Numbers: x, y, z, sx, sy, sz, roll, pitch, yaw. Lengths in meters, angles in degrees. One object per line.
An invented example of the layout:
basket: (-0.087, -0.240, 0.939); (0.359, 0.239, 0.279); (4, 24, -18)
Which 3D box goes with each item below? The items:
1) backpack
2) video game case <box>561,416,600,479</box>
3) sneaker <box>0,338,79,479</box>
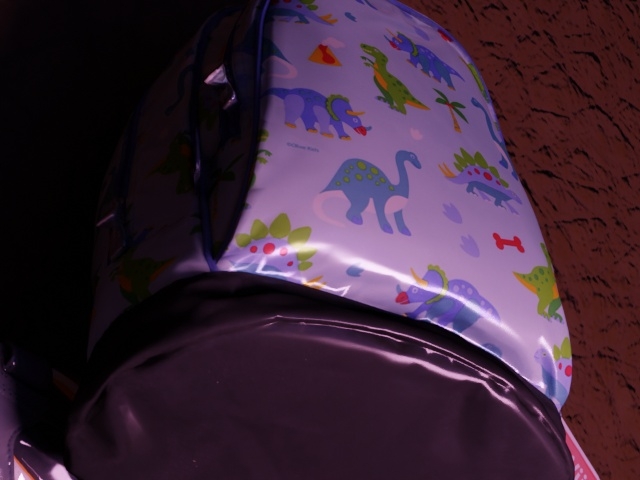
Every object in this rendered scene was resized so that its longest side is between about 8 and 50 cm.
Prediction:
backpack: (0.000, 0.000, 0.887); (0.290, 0.273, 0.355); (22, 20, -20)
video game case: (0.109, 0.210, 1.125); (0.204, 0.025, 0.285); (57, 47, -17)
sneaker: (-0.213, 0.089, 0.777); (0.127, 0.126, 0.321); (-47, 123, -36)
